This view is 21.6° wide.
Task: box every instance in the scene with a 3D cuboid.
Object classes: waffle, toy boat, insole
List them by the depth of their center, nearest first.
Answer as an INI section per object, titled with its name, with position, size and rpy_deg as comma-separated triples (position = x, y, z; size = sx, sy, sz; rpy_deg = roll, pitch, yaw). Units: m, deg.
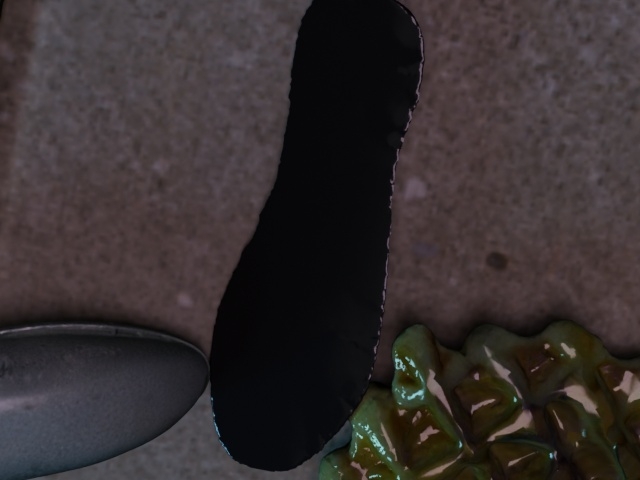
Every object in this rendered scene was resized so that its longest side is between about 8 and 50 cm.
[toy boat]
position = -0.182, 0.082, 0.823
size = 0.260, 0.085, 0.078
rpy_deg = -8, 109, -14
[insole]
position = 0.000, 0.000, 0.832
size = 0.086, 0.005, 0.253
rpy_deg = 17, 105, 11
[waffle]
position = 0.097, 0.145, 0.873
size = 0.204, 0.054, 0.223
rpy_deg = 14, 105, -9
